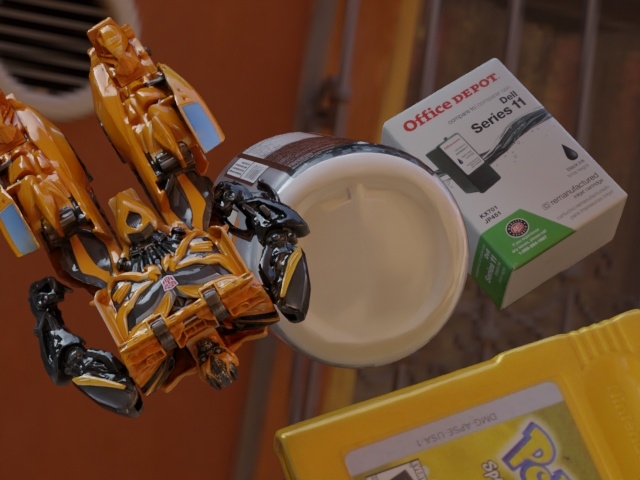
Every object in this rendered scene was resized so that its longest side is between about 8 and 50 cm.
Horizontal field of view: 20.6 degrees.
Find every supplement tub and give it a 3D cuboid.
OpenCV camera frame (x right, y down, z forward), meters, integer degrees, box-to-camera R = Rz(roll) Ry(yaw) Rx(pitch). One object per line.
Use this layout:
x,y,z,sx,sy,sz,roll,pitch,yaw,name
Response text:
0.000,0.000,1.599,0.194,0.193,0.316,10,3,-14,supplement tub

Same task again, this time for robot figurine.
-0.136,-0.015,1.267,0.211,0.291,0.085,-31,-30,-4,robot figurine

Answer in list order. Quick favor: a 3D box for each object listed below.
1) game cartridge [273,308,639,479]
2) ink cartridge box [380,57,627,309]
0.162,0.226,1.360,0.324,0.285,0.052,-18,-21,-13,game cartridge
0.176,-0.059,1.747,0.153,0.208,0.087,-32,-25,-19,ink cartridge box
